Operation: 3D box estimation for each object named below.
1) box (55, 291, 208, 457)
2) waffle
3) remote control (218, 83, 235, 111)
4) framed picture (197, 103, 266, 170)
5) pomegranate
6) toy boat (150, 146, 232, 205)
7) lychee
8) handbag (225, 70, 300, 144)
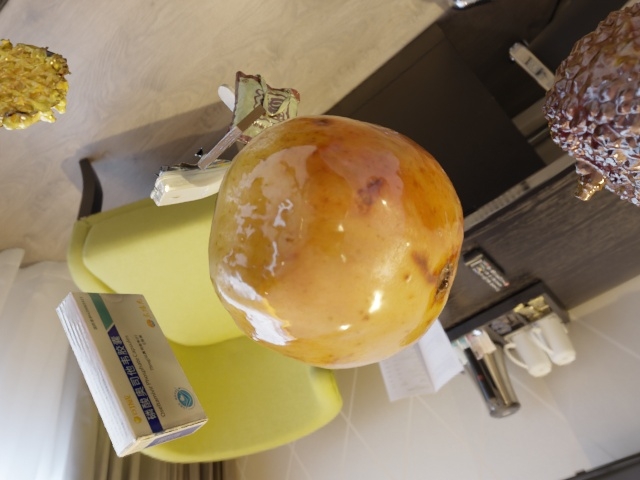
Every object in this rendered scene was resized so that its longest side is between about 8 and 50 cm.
[{"bbox_3d":[-0.391,0.259,1.001,0.065,0.343,0.200,-43,157,15],"label":"box"},{"bbox_3d":[-0.952,-0.468,1.437,0.379,0.382,0.095,-8,149,-17],"label":"waffle"},{"bbox_3d":[-0.276,-0.462,1.741,0.245,0.022,0.077,47,149,-18],"label":"remote control"},{"bbox_3d":[-0.211,-0.244,1.139,0.023,0.128,0.168,46,130,-15],"label":"framed picture"},{"bbox_3d":[0.000,0.000,0.730,0.410,0.410,0.410,-8,138,-7],"label":"pomegranate"},{"bbox_3d":[-0.366,-0.189,1.406,0.269,0.141,0.141,-33,152,-36],"label":"toy boat"},{"bbox_3d":[0.462,-0.183,0.665,0.275,0.276,0.304,23,108,-35],"label":"lychee"},{"bbox_3d":[-0.161,-0.359,1.389,0.213,0.235,0.127,14,153,-23],"label":"handbag"}]
